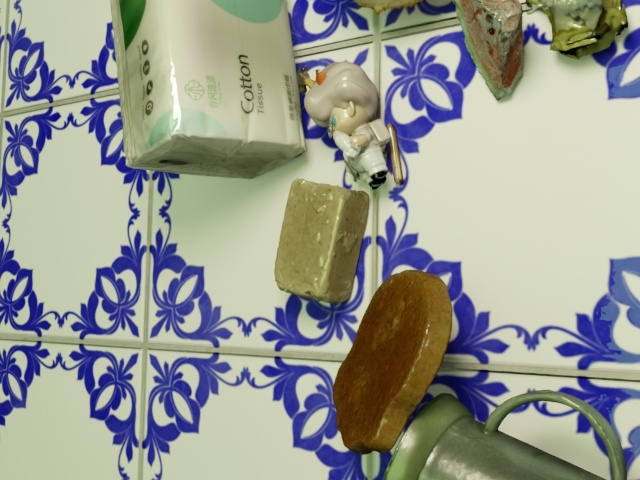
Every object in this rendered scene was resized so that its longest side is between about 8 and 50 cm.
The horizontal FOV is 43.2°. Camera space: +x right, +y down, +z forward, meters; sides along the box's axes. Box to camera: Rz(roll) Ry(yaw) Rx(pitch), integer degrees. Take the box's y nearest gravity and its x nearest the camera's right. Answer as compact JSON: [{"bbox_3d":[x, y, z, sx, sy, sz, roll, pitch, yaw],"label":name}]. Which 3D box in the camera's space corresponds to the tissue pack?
[{"bbox_3d":[-0.181,-0.294,1.282,0.193,0.266,0.357,-20,74,46],"label":"tissue pack"}]

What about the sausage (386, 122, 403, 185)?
[{"bbox_3d":[0.112,-0.131,1.220,0.015,0.015,0.100,-15,78,33],"label":"sausage"}]

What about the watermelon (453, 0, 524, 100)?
[{"bbox_3d":[0.242,-0.284,1.073,0.071,0.139,0.187,-26,103,-2],"label":"watermelon"}]

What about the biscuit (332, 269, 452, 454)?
[{"bbox_3d":[0.096,0.160,1.089,0.257,0.049,0.273,-65,11,5],"label":"biscuit"}]

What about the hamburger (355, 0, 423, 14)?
[{"bbox_3d":[0.115,-0.468,1.152,0.294,0.179,0.276,0,76,42],"label":"hamburger"}]

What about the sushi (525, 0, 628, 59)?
[{"bbox_3d":[0.288,-0.372,1.030,0.139,0.131,0.291,-15,107,40],"label":"sushi"}]

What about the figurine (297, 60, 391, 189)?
[{"bbox_3d":[0.045,-0.186,1.216,0.111,0.137,0.229,-24,73,-2],"label":"figurine"}]

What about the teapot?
[{"bbox_3d":[0.266,0.314,0.959,0.337,0.200,0.271,21,99,33],"label":"teapot"}]

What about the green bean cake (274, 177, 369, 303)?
[{"bbox_3d":[0.000,0.000,1.245,0.109,0.085,0.179,15,93,35],"label":"green bean cake"}]
